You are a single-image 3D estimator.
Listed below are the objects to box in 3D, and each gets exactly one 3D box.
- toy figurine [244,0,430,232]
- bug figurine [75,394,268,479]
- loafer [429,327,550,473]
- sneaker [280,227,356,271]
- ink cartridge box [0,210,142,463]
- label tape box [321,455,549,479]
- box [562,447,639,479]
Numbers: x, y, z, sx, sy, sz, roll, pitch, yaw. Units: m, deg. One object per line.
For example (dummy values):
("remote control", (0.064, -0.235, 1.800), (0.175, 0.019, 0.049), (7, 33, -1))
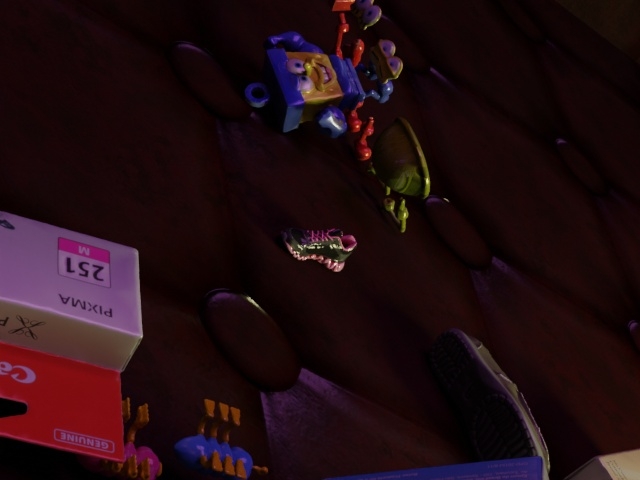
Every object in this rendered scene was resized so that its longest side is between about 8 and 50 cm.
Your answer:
("toy figurine", (-0.005, -0.181, 2.363), (0.217, 0.191, 0.362), (-6, 60, -23))
("bug figurine", (-0.136, 0.266, 1.545), (0.216, 0.072, 0.279), (25, 38, -27))
("loafer", (0.236, 0.220, 2.153), (0.087, 0.094, 0.251), (10, 44, -46))
("sneaker", (0.000, 0.000, 2.145), (0.119, 0.057, 0.047), (18, 40, -44))
("ink cartridge box", (-0.299, 0.070, 1.511), (0.275, 0.060, 0.239), (16, 36, -22))
("label tape box", (0.103, 0.354, 1.586), (0.333, 0.240, 0.106), (-74, 152, -61))
("box", (0.433, 0.367, 2.217), (0.311, 0.121, 0.148), (0, 51, -56))
